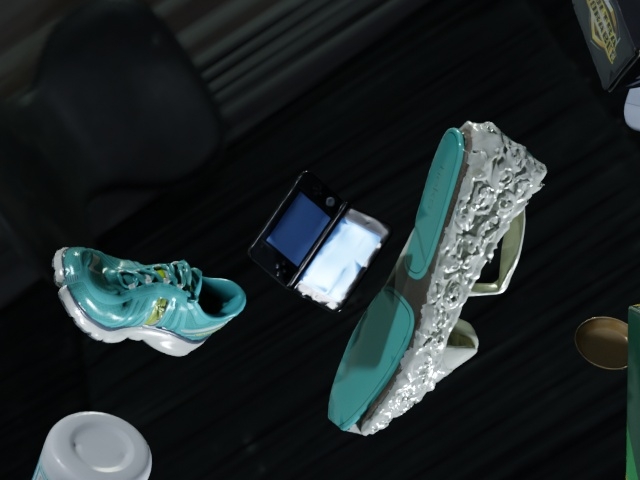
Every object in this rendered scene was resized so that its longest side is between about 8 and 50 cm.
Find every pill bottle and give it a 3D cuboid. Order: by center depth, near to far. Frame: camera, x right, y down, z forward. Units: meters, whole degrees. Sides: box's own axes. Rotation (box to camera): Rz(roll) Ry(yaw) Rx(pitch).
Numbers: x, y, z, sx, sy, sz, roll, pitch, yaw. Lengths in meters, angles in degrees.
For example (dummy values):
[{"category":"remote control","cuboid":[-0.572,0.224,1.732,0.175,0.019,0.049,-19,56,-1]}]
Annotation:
[{"category":"pill bottle","cuboid":[-0.334,0.371,1.873,0.146,0.264,0.146,17,35,-12]}]

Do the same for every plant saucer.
[{"category":"plant saucer","cuboid":[0.356,0.131,1.692,0.015,0.083,0.083,94,-20,-46]}]

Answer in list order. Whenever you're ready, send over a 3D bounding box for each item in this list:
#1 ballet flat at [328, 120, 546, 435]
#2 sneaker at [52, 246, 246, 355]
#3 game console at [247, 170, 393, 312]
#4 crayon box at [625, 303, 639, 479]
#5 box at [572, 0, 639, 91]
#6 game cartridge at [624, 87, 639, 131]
[{"category":"ballet flat","cuboid":[0.143,0.064,1.561,0.147,0.408,0.147,21,19,-7]},{"category":"sneaker","cuboid":[-0.189,0.052,1.510,0.275,0.110,0.107,19,49,-56]},{"category":"game console","cuboid":[0.000,0.000,1.520,0.107,0.122,0.071,42,-15,-27]},{"category":"crayon box","cuboid":[0.487,0.208,1.353,0.106,0.363,0.313,-147,-127,-72]},{"category":"box","cuboid":[0.322,-0.281,1.096,0.073,0.293,0.295,113,-36,-67]},{"category":"game cartridge","cuboid":[0.459,-0.099,1.349,0.294,0.060,0.196,21,8,42]}]
